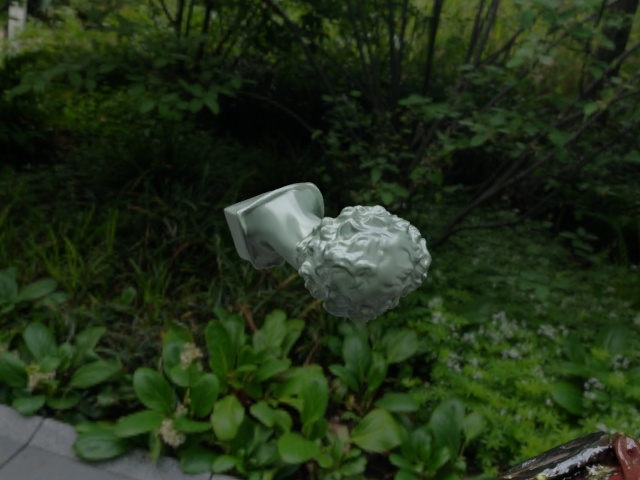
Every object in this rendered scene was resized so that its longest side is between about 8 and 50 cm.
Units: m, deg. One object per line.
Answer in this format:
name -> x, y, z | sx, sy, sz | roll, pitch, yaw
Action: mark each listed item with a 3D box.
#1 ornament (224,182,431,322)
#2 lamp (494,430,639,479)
ornament -> -0.014, 0.001, 0.853 | 0.285, 0.121, 0.130 | 18, 41, 42
lamp -> 0.258, 0.306, 0.647 | 0.303, 0.303, 0.257 | -9, 69, -44
